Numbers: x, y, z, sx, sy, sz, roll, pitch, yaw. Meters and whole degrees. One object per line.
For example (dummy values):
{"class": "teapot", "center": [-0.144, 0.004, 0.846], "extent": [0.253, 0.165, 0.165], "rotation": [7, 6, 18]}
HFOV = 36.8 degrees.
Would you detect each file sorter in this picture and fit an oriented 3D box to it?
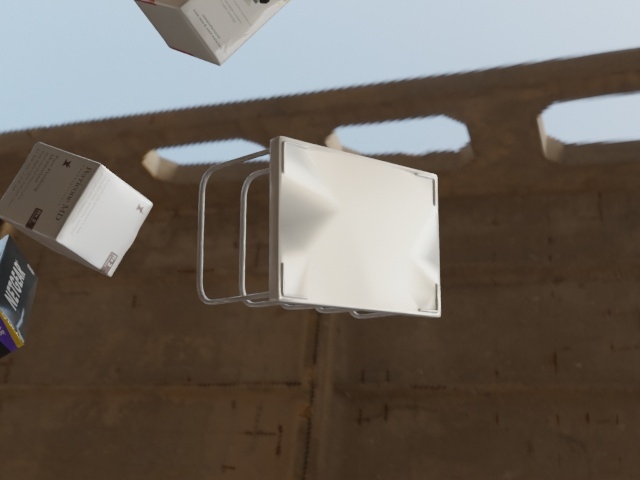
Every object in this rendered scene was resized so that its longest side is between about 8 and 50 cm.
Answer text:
{"class": "file sorter", "center": [0.000, 0.000, 1.246], "extent": [0.173, 0.277, 0.193], "rotation": [-11, -105, 47]}

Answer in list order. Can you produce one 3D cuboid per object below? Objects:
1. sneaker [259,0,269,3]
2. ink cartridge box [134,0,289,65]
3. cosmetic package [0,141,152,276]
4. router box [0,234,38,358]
{"class": "sneaker", "center": [-0.058, -0.491, 1.670], "extent": [0.089, 0.170, 0.051], "rotation": [3, -148, -9]}
{"class": "ink cartridge box", "center": [-0.182, -0.580, 2.091], "extent": [0.384, 0.160, 0.279], "rotation": [-45, -146, -12]}
{"class": "cosmetic package", "center": [-0.425, -0.054, 1.659], "extent": [0.183, 0.151, 0.151], "rotation": [18, -105, 36]}
{"class": "router box", "center": [-0.491, 0.117, 1.222], "extent": [0.243, 0.081, 0.309], "rotation": [-31, -162, -4]}
